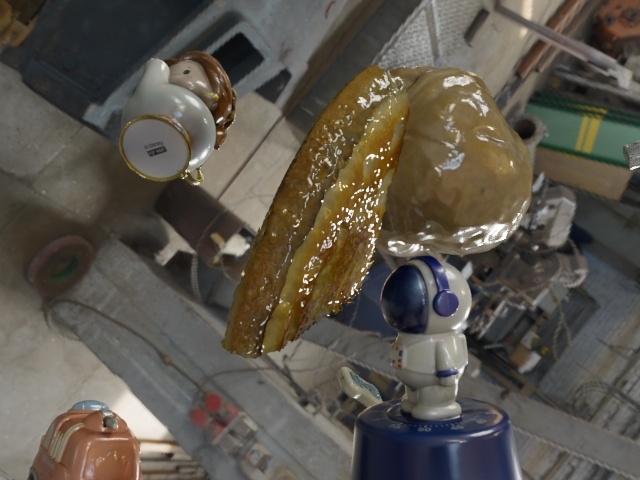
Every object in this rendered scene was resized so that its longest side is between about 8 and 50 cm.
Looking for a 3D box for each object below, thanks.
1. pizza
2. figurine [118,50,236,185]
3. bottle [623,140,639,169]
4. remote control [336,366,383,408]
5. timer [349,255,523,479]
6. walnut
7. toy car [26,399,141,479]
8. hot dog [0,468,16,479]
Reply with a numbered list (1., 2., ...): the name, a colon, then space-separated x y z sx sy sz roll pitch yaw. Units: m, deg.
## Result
1. pizza: 0.000 0.000 0.990 0.439 0.130 0.406 -61 163 -18
2. figurine: -0.210 -0.192 1.033 0.263 0.142 0.189 -78 155 -57
3. bottle: 0.417 -0.117 0.675 0.217 0.060 0.060 -18 168 20
4. remote control: 0.085 0.313 1.425 0.032 0.074 0.122 -44 123 12
5. timer: 0.168 0.215 1.065 0.270 0.270 0.383 -5 91 -62
6. walnut: 0.202 -0.133 1.234 0.381 0.381 0.381 -42 156 -23
7. toy car: -0.442 0.421 1.299 0.181 0.270 0.212 13 82 -33
8. hot dog: -0.381 0.258 0.683 0.099 0.192 0.053 -53 155 -63
